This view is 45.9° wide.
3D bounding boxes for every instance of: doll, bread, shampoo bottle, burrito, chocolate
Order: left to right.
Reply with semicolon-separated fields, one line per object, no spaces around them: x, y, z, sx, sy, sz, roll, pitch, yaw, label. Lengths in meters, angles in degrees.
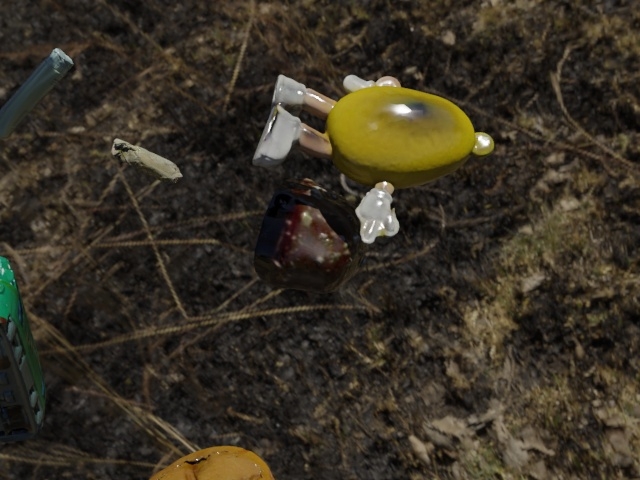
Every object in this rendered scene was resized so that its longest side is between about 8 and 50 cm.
-0.589;-0.298;1.539;0.212;0.049;0.072;-46;8;7;shampoo bottle
-0.427;-0.191;1.864;0.058;0.188;0.045;-66;26;-2;burrito
-0.190;0.443;1.183;0.270;0.142;0.195;-27;59;-16;bread
0.000;0.000;1.614;0.210;0.340;0.225;17;101;6;chocolate
0.078;-0.189;1.441;0.423;0.161;0.348;35;66;10;doll

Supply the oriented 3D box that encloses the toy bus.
-0.570;0.178;1.253;0.184;0.343;0.199;-4;45;-12;toy bus
